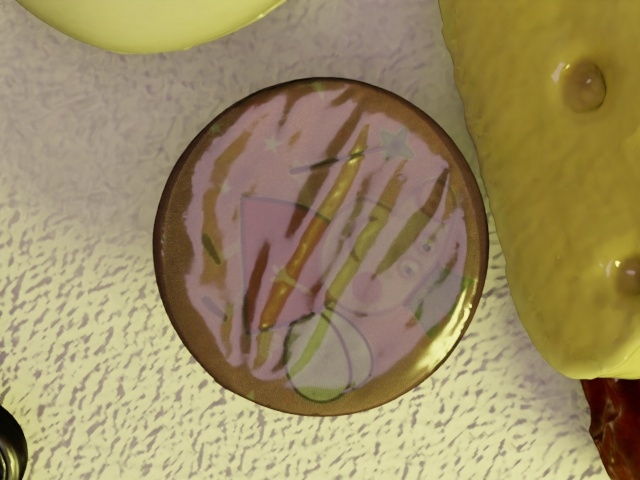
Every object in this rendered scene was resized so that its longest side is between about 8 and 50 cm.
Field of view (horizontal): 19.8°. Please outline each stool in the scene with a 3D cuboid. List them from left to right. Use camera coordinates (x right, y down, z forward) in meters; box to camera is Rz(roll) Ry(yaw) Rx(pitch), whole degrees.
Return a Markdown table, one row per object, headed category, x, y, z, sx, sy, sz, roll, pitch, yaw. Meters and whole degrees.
| category | x | y | z | sx | sy | sz | roll | pitch | yaw |
| --- | --- | --- | --- | --- | --- | --- | --- | --- | --- |
| stool | 0.000 | 0.000 | 1.527 | 0.272 | 0.178 | 0.272 | 0 | 95 | -1 |

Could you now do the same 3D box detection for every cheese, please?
| category | x | y | z | sx | sy | sz | roll | pitch | yaw |
| --- | --- | --- | --- | --- | --- | --- | --- | --- | --- |
| cheese | 0.278 | -0.114 | 1.401 | 0.384 | 0.104 | 0.384 | -4 | 84 | 39 |

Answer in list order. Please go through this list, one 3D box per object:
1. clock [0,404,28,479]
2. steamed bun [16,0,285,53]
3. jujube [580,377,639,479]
| category | x | y | z | sx | sy | sz | roll | pitch | yaw |
| --- | --- | --- | --- | --- | --- | --- | --- | --- | --- |
| clock | -0.408 | 0.296 | 1.572 | 0.379 | 0.120 | 0.277 | -13 | 105 | 9 |
| steamed bun | -0.115 | -0.328 | 1.432 | 0.374 | 0.334 | 0.334 | -45 | 95 | -1 |
| jujube | 0.309 | 0.084 | 1.538 | 0.216 | 0.216 | 0.342 | -19 | 80 | 1 |
